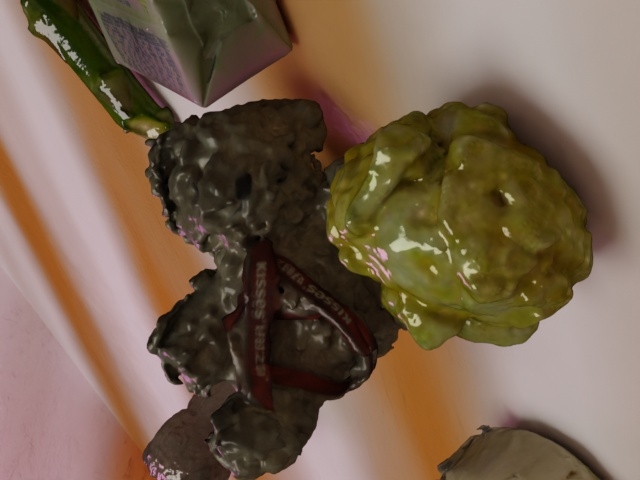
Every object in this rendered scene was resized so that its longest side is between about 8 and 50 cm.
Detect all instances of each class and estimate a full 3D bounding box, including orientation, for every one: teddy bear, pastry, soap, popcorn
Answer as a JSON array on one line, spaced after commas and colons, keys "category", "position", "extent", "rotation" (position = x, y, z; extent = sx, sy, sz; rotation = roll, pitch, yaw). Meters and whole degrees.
[{"category": "teddy bear", "position": [-0.058, 0.019, 1.463], "extent": [0.367, 0.357, 0.224], "rotation": [50, -173, -7]}, {"category": "teddy bear", "position": [-0.167, 0.316, 2.232], "extent": [0.151, 0.267, 0.236], "rotation": [46, 166, -33]}, {"category": "pastry", "position": [0.252, 0.336, 1.569], "extent": [0.265, 0.133, 0.265], "rotation": [42, 156, 24]}, {"category": "soap", "position": [-0.156, -0.268, 1.450], "extent": [0.199, 0.138, 0.182], "rotation": [29, 148, 47]}, {"category": "popcorn", "position": [0.121, -0.016, 1.213], "extent": [0.256, 0.195, 0.255], "rotation": [14, 146, 31]}]

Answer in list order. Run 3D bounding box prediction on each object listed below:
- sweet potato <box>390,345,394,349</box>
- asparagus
[{"category": "sweet potato", "position": [0.001, 0.000, 1.618], "extent": [0.310, 0.098, 0.124], "rotation": [50, 166, 16]}, {"category": "asparagus", "position": [-0.318, -0.255, 1.898], "extent": [0.343, 0.085, 0.082], "rotation": [54, 135, 2]}]
